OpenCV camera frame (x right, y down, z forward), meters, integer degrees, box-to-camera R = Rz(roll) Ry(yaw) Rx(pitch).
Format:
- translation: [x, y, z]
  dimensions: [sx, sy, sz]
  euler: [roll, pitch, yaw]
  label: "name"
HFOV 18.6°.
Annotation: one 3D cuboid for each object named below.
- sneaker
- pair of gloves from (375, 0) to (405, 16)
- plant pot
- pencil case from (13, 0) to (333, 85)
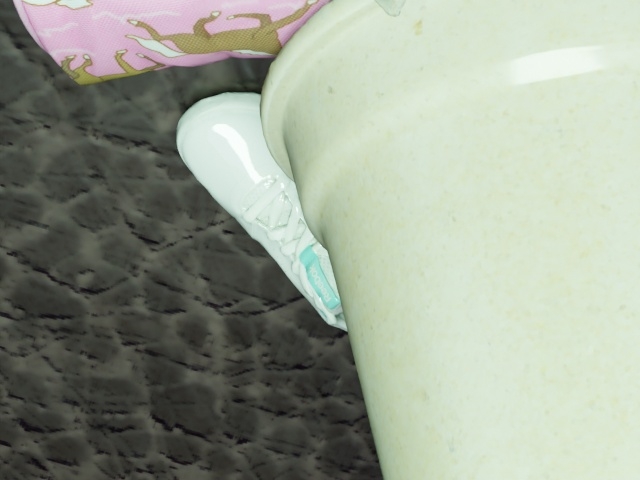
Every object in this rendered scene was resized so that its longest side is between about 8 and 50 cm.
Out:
- translation: [0.000, 0.000, 1.152]
  dimensions: [0.212, 0.094, 0.080]
  euler: [41, 119, -20]
  label: "sneaker"
- translation: [0.018, -0.243, 0.849]
  dimensions: [0.042, 0.240, 0.204]
  euler: [-9, 148, -43]
  label: "pair of gloves"
- translation: [0.147, 0.055, 0.970]
  dimensions: [0.334, 0.305, 0.334]
  euler: [-4, 155, -2]
  label: "plant pot"
- translation: [0.022, -0.187, 0.987]
  dimensions: [0.386, 0.167, 0.160]
  euler: [-10, 153, 11]
  label: "pencil case"
